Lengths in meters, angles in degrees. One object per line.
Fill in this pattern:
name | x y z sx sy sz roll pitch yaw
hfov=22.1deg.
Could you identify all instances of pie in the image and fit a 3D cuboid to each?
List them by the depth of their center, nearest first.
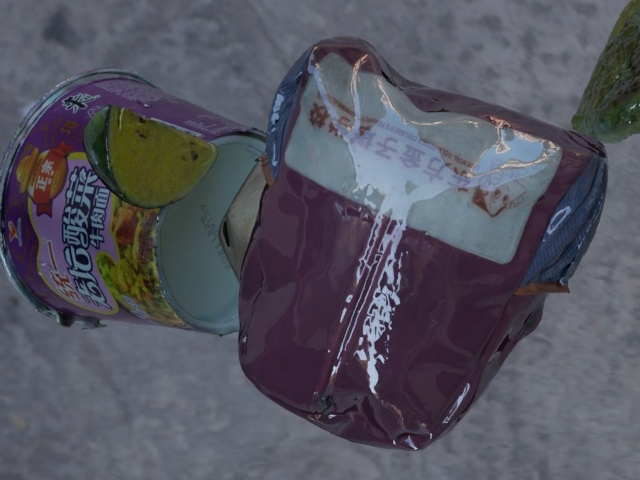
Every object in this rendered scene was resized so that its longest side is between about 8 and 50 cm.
pie | 0.364 -0.212 1.747 0.078 0.277 0.277 41 104 -15

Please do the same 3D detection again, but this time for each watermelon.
watermelon | -0.188 -0.076 1.752 0.092 0.181 0.075 -33 62 21

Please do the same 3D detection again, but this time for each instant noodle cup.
instant noodle cup | -0.189 -0.029 2.007 0.266 0.340 0.340 15 89 41

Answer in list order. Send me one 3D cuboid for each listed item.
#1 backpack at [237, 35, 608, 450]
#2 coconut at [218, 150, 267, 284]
backpack | 0.066 0.017 1.374 0.283 0.197 0.317 24 104 15
coconut | 0.000 0.000 1.664 0.224 0.224 0.224 -4 81 25
